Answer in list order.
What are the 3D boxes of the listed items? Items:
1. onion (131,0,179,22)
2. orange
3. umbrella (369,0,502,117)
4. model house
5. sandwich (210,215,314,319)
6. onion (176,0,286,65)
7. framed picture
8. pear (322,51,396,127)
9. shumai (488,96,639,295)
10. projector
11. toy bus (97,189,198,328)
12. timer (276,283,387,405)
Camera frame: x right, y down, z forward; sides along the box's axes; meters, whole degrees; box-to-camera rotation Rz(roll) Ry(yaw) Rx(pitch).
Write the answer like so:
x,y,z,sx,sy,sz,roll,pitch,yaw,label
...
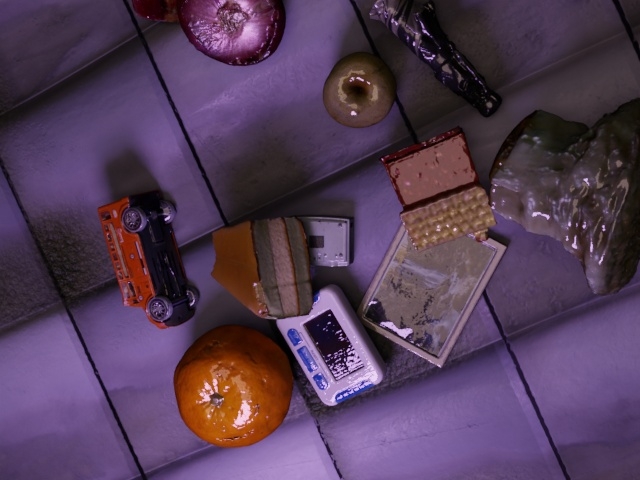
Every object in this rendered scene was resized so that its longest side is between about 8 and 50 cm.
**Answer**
x,y,z,sx,sy,sz,roll,pitch,yaw,label
-0.319,-0.664,1.963,0.280,0.146,0.314,2,94,11,onion
-0.203,0.340,2.018,0.284,0.226,0.284,1,93,17,orange
0.261,-0.413,1.858,0.358,0.113,0.106,45,133,0,umbrella
0.256,-0.097,1.860,0.196,0.160,0.254,-21,88,9,model house
-0.138,0.072,1.968,0.198,0.155,0.227,-13,85,50,sandwich
-0.196,-0.505,1.929,0.248,0.161,0.248,-3,113,-7,onion
0.246,0.098,1.972,0.240,0.020,0.324,30,104,10,framed picture
0.087,-0.330,1.899,0.167,0.136,0.167,1,97,11,pear
0.512,-0.109,1.748,0.323,0.324,0.397,16,96,28,shumai
0.000,0.000,2.005,0.147,0.061,0.115,2,99,16,projector
-0.417,0.053,2.088,0.153,0.143,0.329,-15,94,26,toy bus
0.028,0.241,2.010,0.178,0.078,0.253,-30,89,23,timer
